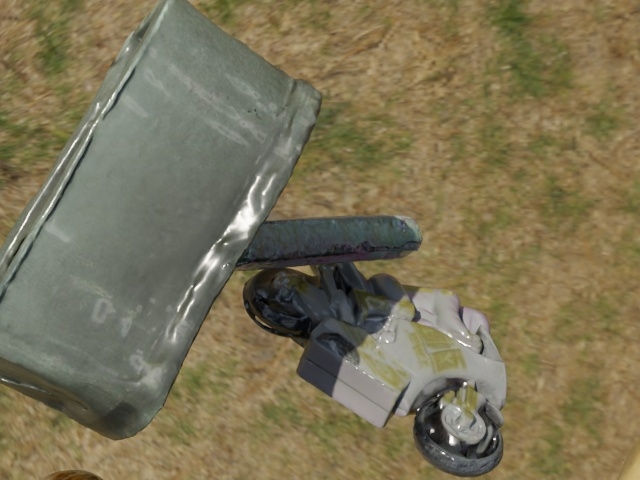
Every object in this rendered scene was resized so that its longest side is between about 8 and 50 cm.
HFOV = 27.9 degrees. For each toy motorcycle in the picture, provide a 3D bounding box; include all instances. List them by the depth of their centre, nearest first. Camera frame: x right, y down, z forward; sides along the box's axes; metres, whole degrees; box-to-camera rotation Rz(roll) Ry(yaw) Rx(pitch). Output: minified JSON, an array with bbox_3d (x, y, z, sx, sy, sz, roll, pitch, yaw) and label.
[{"bbox_3d":[0.060,0.075,0.943,0.225,0.073,0.152,37,39,20],"label":"toy motorcycle"}]

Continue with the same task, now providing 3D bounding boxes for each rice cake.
[{"bbox_3d":[-0.001,0.001,0.886,0.208,0.033,0.033,-3,75,-50],"label":"rice cake"}]

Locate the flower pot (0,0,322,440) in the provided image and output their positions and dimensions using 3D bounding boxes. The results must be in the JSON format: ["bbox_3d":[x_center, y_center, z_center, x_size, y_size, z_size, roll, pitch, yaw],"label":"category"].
[{"bbox_3d":[-0.098,-0.012,0.698,0.108,0.103,0.229,31,77,-15],"label":"flower pot"}]

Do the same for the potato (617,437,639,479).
[{"bbox_3d":[0.232,0.135,0.707,0.178,0.109,0.118,-11,133,-50],"label":"potato"}]

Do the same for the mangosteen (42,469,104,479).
[{"bbox_3d":[-0.113,0.210,0.648,0.250,0.211,0.211,45,79,-7],"label":"mangosteen"}]
